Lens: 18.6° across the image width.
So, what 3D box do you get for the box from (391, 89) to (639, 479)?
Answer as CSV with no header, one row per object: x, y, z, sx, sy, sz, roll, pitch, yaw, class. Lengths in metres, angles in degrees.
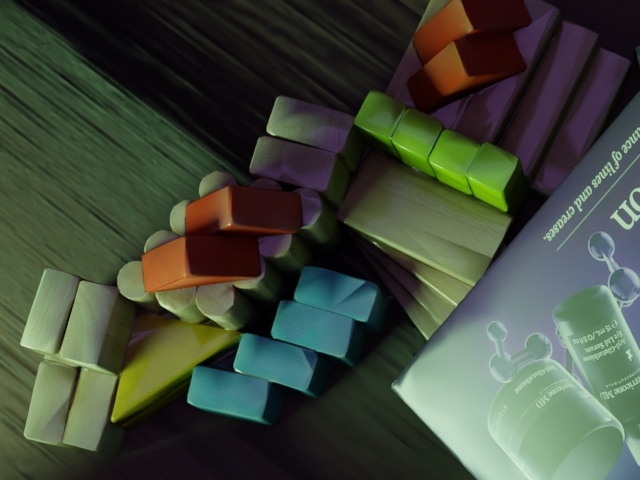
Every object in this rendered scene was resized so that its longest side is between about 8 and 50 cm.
0.184,0.035,0.884,0.184,0.103,0.261,45,121,13,box

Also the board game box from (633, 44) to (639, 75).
0.258,0.005,0.976,0.136,0.030,0.260,-17,77,4,board game box

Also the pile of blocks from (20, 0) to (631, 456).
0.000,0.000,0.978,0.362,0.112,0.149,-39,75,1,pile of blocks
